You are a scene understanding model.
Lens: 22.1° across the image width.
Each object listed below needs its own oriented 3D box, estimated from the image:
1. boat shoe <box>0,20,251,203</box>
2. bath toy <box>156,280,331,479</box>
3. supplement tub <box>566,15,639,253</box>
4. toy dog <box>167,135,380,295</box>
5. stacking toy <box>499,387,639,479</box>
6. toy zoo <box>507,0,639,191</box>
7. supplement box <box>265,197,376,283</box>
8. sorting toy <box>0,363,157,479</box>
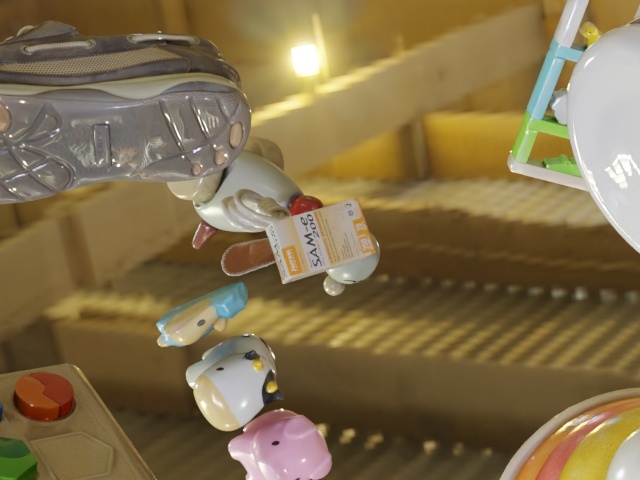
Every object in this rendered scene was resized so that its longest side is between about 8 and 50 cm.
[{"bbox_3d":[-0.244,-0.121,1.476,0.355,0.132,0.130,-1,-137,-11],"label":"boat shoe"},{"bbox_3d":[-0.044,0.210,1.795,0.129,0.348,0.151,-25,-165,26],"label":"bath toy"},{"bbox_3d":[0.402,-0.132,1.418,0.325,0.235,0.235,-30,-155,-21],"label":"supplement tub"},{"bbox_3d":[-0.076,-0.012,2.082,0.220,0.161,0.334,10,-158,-26],"label":"toy dog"},{"bbox_3d":[0.316,0.250,1.440,0.350,0.351,0.480,-9,160,3],"label":"stacking toy"},{"bbox_3d":[0.347,-0.190,1.839,0.192,0.293,0.030,14,-156,-12],"label":"toy zoo"},{"bbox_3d":[0.000,0.000,1.690,0.098,0.062,0.036,-17,175,-18],"label":"supplement box"},{"bbox_3d":[-0.275,0.220,1.622,0.229,0.041,0.307,-3,-147,-34],"label":"sorting toy"}]
